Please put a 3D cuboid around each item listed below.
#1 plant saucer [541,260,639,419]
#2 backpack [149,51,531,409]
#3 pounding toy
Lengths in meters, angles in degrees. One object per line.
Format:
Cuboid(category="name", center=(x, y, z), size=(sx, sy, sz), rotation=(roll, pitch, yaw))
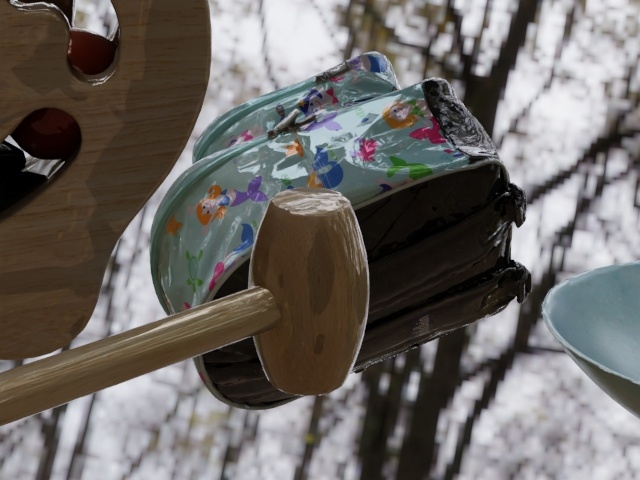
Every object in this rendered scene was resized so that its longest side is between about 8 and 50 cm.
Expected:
Cuboid(category="plant saucer", center=(0.176, 0.050, 0.723), size=(0.195, 0.037, 0.195), rotation=(4, 15, -1))
Cuboid(category="backpack", center=(0.000, 0.000, 1.454), size=(0.253, 0.191, 0.225), rotation=(-28, -34, -13))
Cuboid(category="pounding toy", center=(-0.110, -0.041, 0.576), size=(0.269, 0.154, 0.155), rotation=(7, 15, -8))
